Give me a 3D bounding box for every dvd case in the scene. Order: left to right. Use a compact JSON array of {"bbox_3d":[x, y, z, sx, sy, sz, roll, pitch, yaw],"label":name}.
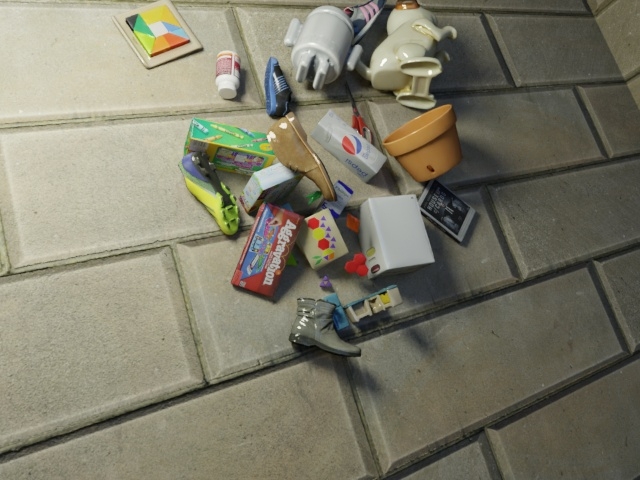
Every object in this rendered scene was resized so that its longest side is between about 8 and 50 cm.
[{"bbox_3d":[0.501,-0.125,1.970,0.239,0.029,0.179,37,61,-8],"label":"dvd case"}]

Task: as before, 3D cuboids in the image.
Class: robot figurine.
[{"bbox_3d":[0.012,-0.748,1.876,0.300,0.200,0.353,21,65,-8],"label":"robot figurine"}]

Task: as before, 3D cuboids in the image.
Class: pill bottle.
[{"bbox_3d":[-0.328,-0.586,1.738,0.086,0.086,0.152,7,69,-21],"label":"pill bottle"}]

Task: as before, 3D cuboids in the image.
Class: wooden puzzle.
[{"bbox_3d":[-0.566,-0.731,1.710,0.239,0.044,0.221,-34,87,-29],"label":"wooden puzzle"}]

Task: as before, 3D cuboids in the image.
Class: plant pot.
[{"bbox_3d":[0.414,-0.362,1.888,0.291,0.291,0.203,-40,107,-29],"label":"plant pot"}]

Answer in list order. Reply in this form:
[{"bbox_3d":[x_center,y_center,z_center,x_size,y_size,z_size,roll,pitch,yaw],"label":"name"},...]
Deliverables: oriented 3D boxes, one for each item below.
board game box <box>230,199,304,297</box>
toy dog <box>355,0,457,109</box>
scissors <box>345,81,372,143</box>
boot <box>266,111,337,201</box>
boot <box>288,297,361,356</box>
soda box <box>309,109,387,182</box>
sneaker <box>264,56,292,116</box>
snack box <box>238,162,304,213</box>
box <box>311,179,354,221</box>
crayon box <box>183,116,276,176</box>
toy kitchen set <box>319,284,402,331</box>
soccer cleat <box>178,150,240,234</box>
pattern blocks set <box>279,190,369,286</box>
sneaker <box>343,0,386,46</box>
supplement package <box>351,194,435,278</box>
[{"bbox_3d":[-0.168,0.029,1.566,0.145,0.027,0.281,21,89,-16],"label":"board game box"},{"bbox_3d":[0.361,-0.796,2.037,0.395,0.284,0.408,6,67,18],"label":"toy dog"},{"bbox_3d":[0.150,-0.500,1.956,0.109,0.021,0.297,6,69,-19],"label":"scissors"},{"bbox_3d":[-0.054,-0.235,1.510,0.115,0.112,0.305,-33,91,-1],"label":"boot"},{"bbox_3d":[0.028,0.274,1.563,0.247,0.083,0.161,16,74,-1],"label":"boot"},{"bbox_3d":[0.105,-0.352,1.838,0.286,0.098,0.091,40,62,-7],"label":"soda box"},{"bbox_3d":[-0.153,-0.565,1.815,0.090,0.081,0.232,3,78,-25],"label":"sneaker"},{"bbox_3d":[-0.157,-0.181,1.602,0.174,0.207,0.070,-27,85,-29],"label":"snack box"},{"bbox_3d":[0.038,-0.121,1.711,0.072,0.126,0.137,35,63,-7],"label":"box"},{"bbox_3d":[-0.296,-0.298,1.606,0.278,0.165,0.081,9,68,-21],"label":"crayon box"},{"bbox_3d":[0.133,0.200,1.618,0.207,0.166,0.122,-20,82,-28],"label":"toy kitchen set"},{"bbox_3d":[-0.357,-0.147,1.577,0.289,0.121,0.093,64,35,-14],"label":"soccer cleat"},{"bbox_3d":[0.000,0.000,1.632,0.285,0.026,0.324,-17,103,1],"label":"pattern blocks set"},{"bbox_3d":[0.176,-0.966,2.074,0.131,0.112,0.319,36,61,-12],"label":"sneaker"},{"bbox_3d":[0.258,-0.014,1.760,0.204,0.145,0.261,-7,75,-25],"label":"supplement package"}]
